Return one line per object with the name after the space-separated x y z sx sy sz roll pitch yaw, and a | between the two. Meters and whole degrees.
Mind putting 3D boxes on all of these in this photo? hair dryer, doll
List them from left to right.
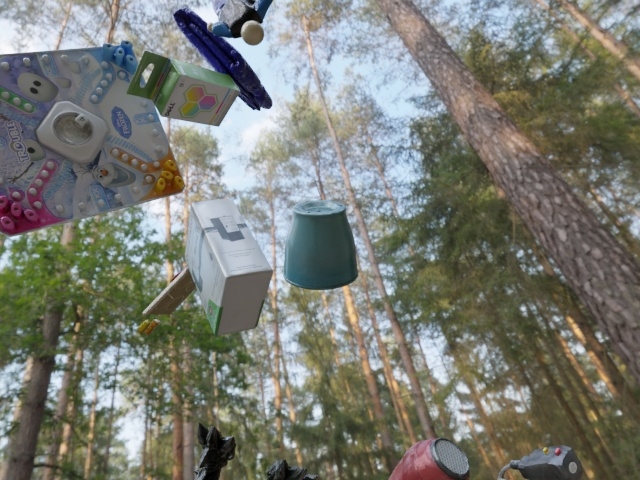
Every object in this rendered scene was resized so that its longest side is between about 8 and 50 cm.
-0.134 -0.389 0.758 0.129 0.189 0.046 -27 -36 4 | doll
0.157 0.340 0.500 0.080 0.223 0.294 7 -19 -41 | hair dryer

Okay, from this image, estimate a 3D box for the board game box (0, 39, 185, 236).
-0.544 -0.246 0.990 0.390 0.389 0.050 -21 -1 -31 | board game box

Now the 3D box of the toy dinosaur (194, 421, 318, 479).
-0.135 0.371 0.566 0.164 0.218 0.322 34 -34 -16 | toy dinosaur

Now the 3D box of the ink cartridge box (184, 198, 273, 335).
-0.178 0.043 0.829 0.087 0.208 0.153 -7 -47 -31 | ink cartridge box

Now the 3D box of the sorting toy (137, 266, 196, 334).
-0.539 0.211 1.580 0.307 0.041 0.229 -46 -8 -2 | sorting toy

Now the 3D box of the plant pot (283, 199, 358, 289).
0.000 0.000 1.576 0.272 0.271 0.255 -6 -69 -15 | plant pot

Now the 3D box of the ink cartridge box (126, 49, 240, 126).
-0.292 -0.321 0.974 0.209 0.062 0.109 -2 -38 -49 | ink cartridge box

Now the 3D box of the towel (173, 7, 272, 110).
-0.253 -0.460 1.195 0.076 0.228 0.308 -48 -6 3 | towel
